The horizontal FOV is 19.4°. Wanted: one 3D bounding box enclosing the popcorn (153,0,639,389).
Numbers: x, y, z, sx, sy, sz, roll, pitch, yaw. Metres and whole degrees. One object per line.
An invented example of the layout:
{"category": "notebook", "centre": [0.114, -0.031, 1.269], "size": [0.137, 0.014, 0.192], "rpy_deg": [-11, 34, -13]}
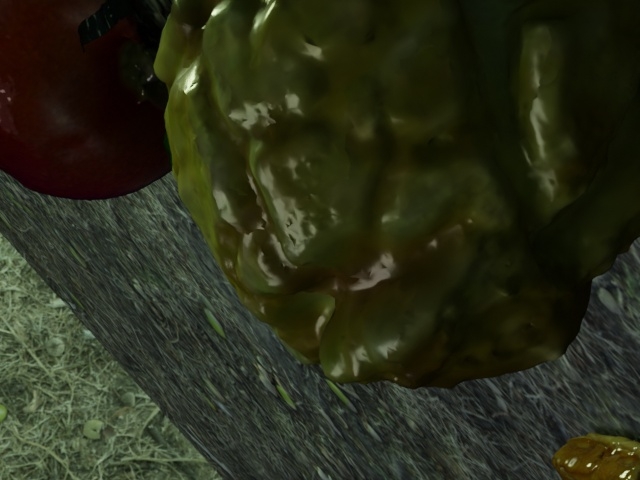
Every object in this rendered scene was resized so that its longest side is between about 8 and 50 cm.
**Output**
{"category": "popcorn", "centre": [0.050, -0.070, 0.906], "size": [0.247, 0.282, 0.282], "rpy_deg": [49, 165, -9]}

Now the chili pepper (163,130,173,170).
{"category": "chili pepper", "centre": [-0.054, -0.037, 1.595], "size": [0.253, 0.083, 0.099], "rpy_deg": [51, -159, -47]}

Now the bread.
{"category": "bread", "centre": [0.228, 0.184, 1.398], "size": [0.074, 0.053, 0.132], "rpy_deg": [57, 164, -13]}

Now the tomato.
{"category": "tomato", "centre": [-0.258, -0.154, 1.645], "size": [0.289, 0.176, 0.335], "rpy_deg": [36, 173, 46]}

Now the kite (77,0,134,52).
{"category": "kite", "centre": [-0.077, -0.221, 0.910], "size": [0.015, 0.310, 0.169], "rpy_deg": [-4, 120, 19]}
